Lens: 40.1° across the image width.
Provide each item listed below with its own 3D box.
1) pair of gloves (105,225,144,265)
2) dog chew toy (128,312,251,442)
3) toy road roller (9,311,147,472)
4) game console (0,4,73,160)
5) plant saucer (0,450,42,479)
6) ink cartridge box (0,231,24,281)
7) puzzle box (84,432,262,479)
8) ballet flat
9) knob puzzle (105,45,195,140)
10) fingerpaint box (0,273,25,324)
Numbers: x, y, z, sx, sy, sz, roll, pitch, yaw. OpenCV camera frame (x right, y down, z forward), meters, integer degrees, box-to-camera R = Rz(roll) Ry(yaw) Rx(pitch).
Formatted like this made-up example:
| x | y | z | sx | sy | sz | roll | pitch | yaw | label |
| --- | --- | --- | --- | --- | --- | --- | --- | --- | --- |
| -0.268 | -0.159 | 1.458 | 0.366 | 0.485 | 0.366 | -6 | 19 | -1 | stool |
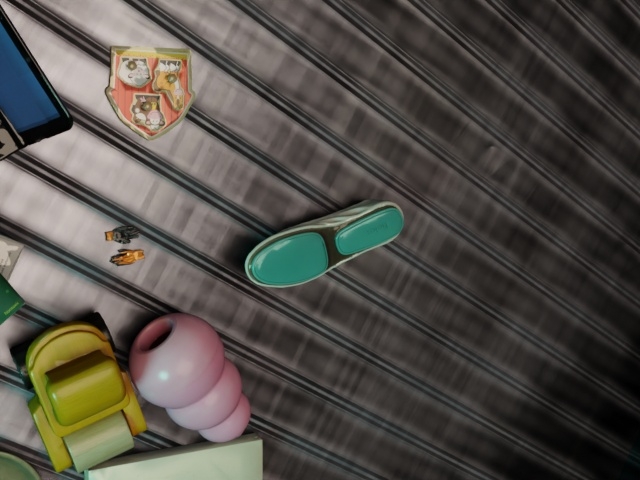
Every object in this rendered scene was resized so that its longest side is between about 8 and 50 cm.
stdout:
| x | y | z | sx | sy | sz | roll | pitch | yaw | label |
| --- | --- | --- | --- | --- | --- | --- | --- | --- | --- |
| -0.417 | 0.012 | 1.870 | 0.074 | 0.010 | 0.083 | -14 | 102 | -23 | pair of gloves |
| -0.265 | 0.312 | 1.899 | 0.206 | 0.207 | 0.332 | -43 | 122 | -15 | dog chew toy |
| -0.474 | 0.321 | 1.761 | 0.203 | 0.240 | 0.329 | -23 | 108 | -22 | toy road roller |
| -0.649 | -0.273 | 1.612 | 0.250 | 0.173 | 0.293 | -36 | 112 | -18 | game console |
| -0.704 | 0.557 | 1.797 | 0.278 | 0.041 | 0.277 | -5 | 101 | -26 | plant saucer |
| -0.722 | -0.004 | 1.590 | 0.306 | 0.226 | 0.131 | 23 | 85 | -27 | ink cartridge box |
| -0.326 | 0.603 | 1.992 | 0.409 | 0.052 | 0.272 | -3 | 100 | -27 | puzzle box |
| 0.000 | 0.000 | 2.018 | 0.400 | 0.139 | 0.139 | -21 | 107 | -18 | ballet flat |
| -0.352 | -0.307 | 1.839 | 0.213 | 0.030 | 0.213 | -5 | 101 | -27 | knob puzzle |
| -0.751 | 0.105 | 1.324 | 0.445 | 0.163 | 0.371 | -46 | 113 | -28 | fingerpaint box |
